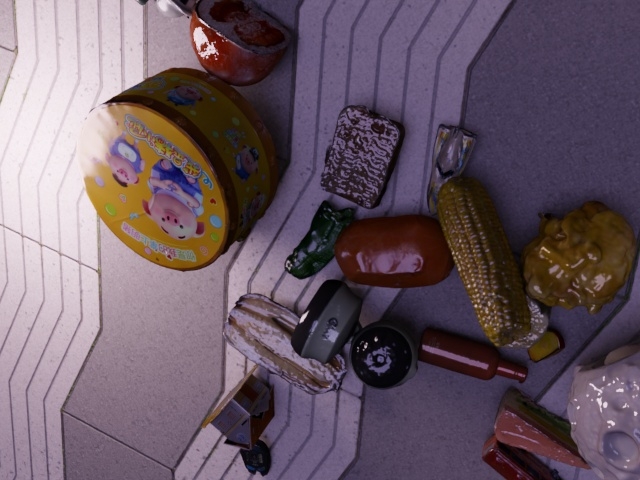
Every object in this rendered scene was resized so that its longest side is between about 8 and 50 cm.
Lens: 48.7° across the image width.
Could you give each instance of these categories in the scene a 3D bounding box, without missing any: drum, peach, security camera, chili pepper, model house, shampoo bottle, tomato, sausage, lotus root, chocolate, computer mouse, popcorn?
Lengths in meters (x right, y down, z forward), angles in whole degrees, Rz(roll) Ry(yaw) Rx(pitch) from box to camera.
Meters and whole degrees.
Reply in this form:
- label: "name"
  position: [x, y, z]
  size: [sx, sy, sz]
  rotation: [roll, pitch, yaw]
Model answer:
- label: "drum"
  position: [-0.319, -0.159, 1.581]
  size: [0.431, 0.214, 0.431]
  rotation: [17, 129, 23]
- label: "peach"
  position: [0.493, 0.230, 1.539]
  size: [0.077, 0.050, 0.083]
  rotation: [17, 104, 39]
- label: "security camera"
  position: [0.091, 0.229, 1.597]
  size: [0.277, 0.191, 0.197]
  rotation: [30, 90, 8]
- label: "chili pepper"
  position: [0.000, -0.001, 1.655]
  size: [0.098, 0.061, 0.224]
  rotation: [33, 112, -6]
- label: "model house"
  position: [-0.185, 0.438, 1.776]
  size: [0.136, 0.219, 0.207]
  rotation: [42, 116, -2]
- label: "shampoo bottle"
  position: [0.343, 0.267, 1.593]
  size: [0.244, 0.085, 0.086]
  rotation: [17, 111, 14]
- label: "tomato"
  position: [-0.188, -0.425, 1.556]
  size: [0.214, 0.180, 0.155]
  rotation: [43, 134, 13]
- label: "sausage"
  position: [0.159, 0.027, 1.549]
  size: [0.267, 0.153, 0.141]
  rotation: [-1, 66, 21]
- label: "lotus root"
  position: [-0.078, 0.255, 1.751]
  size: [0.329, 0.078, 0.167]
  rotation: [35, 95, 4]
- label: "chocolate"
  position: [0.095, -0.188, 1.543]
  size: [0.148, 0.093, 0.214]
  rotation: [24, 114, 11]
- label: "computer mouse"
  position: [-0.170, 0.577, 1.902]
  size: [0.079, 0.047, 0.135]
  rotation: [3, 118, 14]
- label: "popcorn"
  position: [0.507, 0.031, 1.378]
  size: [0.191, 0.254, 0.190]
  rotation: [32, 160, -2]

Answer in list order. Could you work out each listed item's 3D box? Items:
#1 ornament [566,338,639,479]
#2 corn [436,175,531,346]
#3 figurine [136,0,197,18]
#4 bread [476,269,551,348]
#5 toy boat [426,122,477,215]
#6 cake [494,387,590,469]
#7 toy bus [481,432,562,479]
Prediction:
- label: "ornament"
  position: [0.656, 0.344, 1.356]
  size: [0.337, 0.337, 0.337]
  rotation: [6, 108, 19]
- label: "corn"
  position: [0.320, 0.032, 1.403]
  size: [0.120, 0.120, 0.363]
  rotation: [-25, 65, 25]
- label: "figurine"
  position: [-0.340, -0.556, 1.563]
  size: [0.126, 0.192, 0.147]
  rotation: [-46, 49, 14]
- label: "bread"
  position: [0.408, 0.145, 1.496]
  size: [0.148, 0.141, 0.134]
  rotation: [35, 114, 9]
- label: "toy boat"
  position: [0.269, -0.148, 1.504]
  size: [0.084, 0.066, 0.210]
  rotation: [20, 113, 16]
- label: "cake"
  position: [0.490, 0.433, 1.570]
  size: [0.225, 0.109, 0.090]
  rotation: [31, 114, 11]
- label: "toy bus"
  position: [0.476, 0.538, 1.616]
  size: [0.235, 0.096, 0.073]
  rotation: [41, 118, 7]
